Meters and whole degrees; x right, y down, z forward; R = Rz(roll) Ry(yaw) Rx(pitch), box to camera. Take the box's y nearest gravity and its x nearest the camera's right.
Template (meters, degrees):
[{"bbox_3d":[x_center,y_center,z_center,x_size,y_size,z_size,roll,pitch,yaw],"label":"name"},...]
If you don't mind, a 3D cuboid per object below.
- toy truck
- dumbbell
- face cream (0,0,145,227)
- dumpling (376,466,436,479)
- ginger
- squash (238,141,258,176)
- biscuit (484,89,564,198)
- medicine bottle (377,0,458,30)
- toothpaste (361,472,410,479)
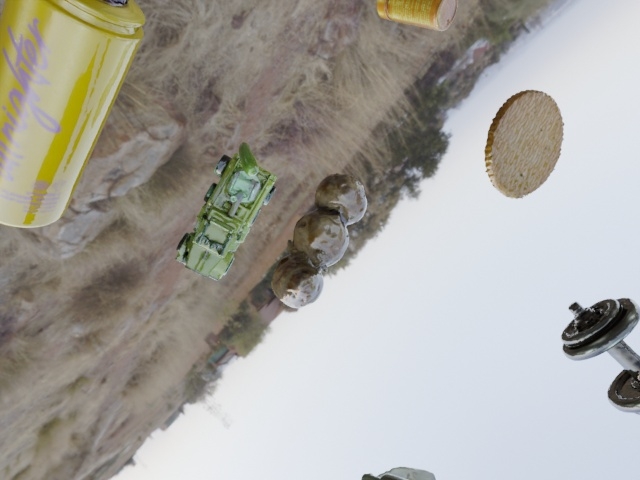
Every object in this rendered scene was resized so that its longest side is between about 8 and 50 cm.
[{"bbox_3d":[-0.201,-0.041,0.857,0.259,0.129,0.135,-58,-168,11],"label":"toy truck"},{"bbox_3d":[0.661,0.248,0.914,0.192,0.290,0.192,-39,166,-11],"label":"dumbbell"},{"bbox_3d":[-0.180,-0.126,0.295,0.273,0.078,0.078,-48,179,28],"label":"face cream"},{"bbox_3d":[0.156,0.586,0.914,0.215,0.166,0.126,-47,-174,10],"label":"dumpling"},{"bbox_3d":[0.000,0.000,0.597,0.203,0.080,0.104,-63,-164,-5],"label":"ginger"},{"bbox_3d":[-0.124,-0.140,0.709,0.027,0.089,0.027,-15,139,-14],"label":"squash"},{"bbox_3d":[0.479,-0.224,0.986,0.254,0.254,0.035,-42,-151,-10],"label":"biscuit"},{"bbox_3d":[0.251,-0.614,1.094,0.096,0.192,0.096,-33,140,-32],"label":"medicine bottle"},{"bbox_3d":[0.145,0.316,0.483,0.037,0.067,0.256,-24,-172,-41],"label":"toothpaste"}]
